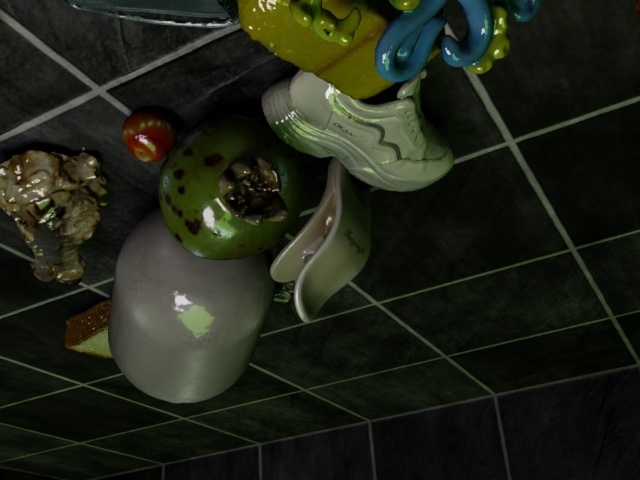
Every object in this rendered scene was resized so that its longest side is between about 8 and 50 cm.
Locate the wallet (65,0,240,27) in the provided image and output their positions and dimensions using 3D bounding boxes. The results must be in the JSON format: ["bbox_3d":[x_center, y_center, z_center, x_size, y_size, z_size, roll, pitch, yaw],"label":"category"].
[{"bbox_3d":[-0.223,-0.306,0.814,0.237,0.075,0.342,10,-178,6],"label":"wallet"}]

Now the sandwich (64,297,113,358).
[{"bbox_3d":[-0.421,0.200,1.845,0.301,0.099,0.271,-30,147,34],"label":"sandwich"}]

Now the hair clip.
[{"bbox_3d":[0.017,0.003,1.359,0.113,0.282,0.172,32,170,33],"label":"hair clip"}]

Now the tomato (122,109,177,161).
[{"bbox_3d":[-0.272,-0.165,1.217,0.087,0.075,0.087,0,150,0],"label":"tomato"}]

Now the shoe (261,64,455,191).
[{"bbox_3d":[0.103,-0.191,1.160,0.341,0.132,0.210,18,147,-29],"label":"shoe"}]

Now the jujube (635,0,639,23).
[{"bbox_3d":[0.479,-0.328,0.926,0.189,0.190,0.255,-5,159,1],"label":"jujube"}]

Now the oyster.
[{"bbox_3d":[-0.491,-0.035,1.372,0.197,0.133,0.337,11,144,-11],"label":"oyster"}]

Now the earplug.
[{"bbox_3d":[-0.240,0.101,1.468,0.312,0.313,0.394,4,149,-16],"label":"earplug"}]

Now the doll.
[{"bbox_3d":[0.136,-0.326,0.776,0.341,0.099,0.346,26,100,-37],"label":"doll"}]

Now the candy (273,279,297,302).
[{"bbox_3d":[-0.064,0.086,1.740,0.093,0.051,0.226,13,146,-10],"label":"candy"}]

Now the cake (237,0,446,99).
[{"bbox_3d":[0.019,-0.297,0.908,0.260,0.179,0.156,25,140,-37],"label":"cake"}]

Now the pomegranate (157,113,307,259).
[{"bbox_3d":[-0.142,-0.068,1.179,0.242,0.306,0.243,1,111,2],"label":"pomegranate"}]
